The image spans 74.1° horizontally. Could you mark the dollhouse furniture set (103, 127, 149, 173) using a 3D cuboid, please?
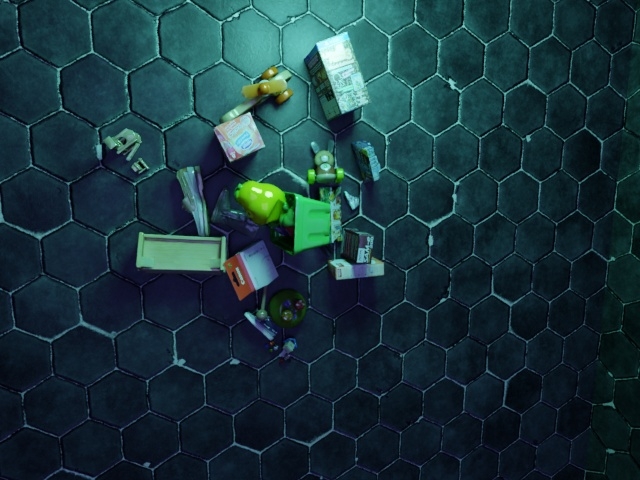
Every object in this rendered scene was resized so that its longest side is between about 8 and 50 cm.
[{"bbox_3d":[-0.741,-0.354,1.680,0.101,0.182,0.161,-39,105,-5],"label":"dollhouse furniture set"}]

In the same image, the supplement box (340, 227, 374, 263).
[{"bbox_3d":[0.164,0.021,1.928,0.073,0.239,0.130,3,98,-14],"label":"supplement box"}]

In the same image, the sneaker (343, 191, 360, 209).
[{"bbox_3d":[0.155,-0.201,1.999,0.069,0.038,0.098,-32,114,-9],"label":"sneaker"}]

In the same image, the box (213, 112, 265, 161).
[{"bbox_3d":[-0.333,-0.404,1.710,0.154,0.300,0.142,-26,103,-9],"label":"box"}]

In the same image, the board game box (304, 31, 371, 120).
[{"bbox_3d":[0.068,-0.682,1.799,0.141,0.232,0.290,-24,104,-10],"label":"board game box"}]

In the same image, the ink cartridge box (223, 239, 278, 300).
[{"bbox_3d":[-0.298,0.127,1.857,0.066,0.232,0.189,-14,106,30],"label":"ink cartridge box"}]

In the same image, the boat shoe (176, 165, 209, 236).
[{"bbox_3d":[-0.538,-0.162,1.804,0.104,0.113,0.302,-9,91,-10],"label":"boat shoe"}]

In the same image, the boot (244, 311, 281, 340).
[{"bbox_3d":[-0.266,0.377,1.978,0.086,0.069,0.190,-46,113,-12],"label":"boot"}]

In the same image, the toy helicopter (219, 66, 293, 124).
[{"bbox_3d":[-0.262,-0.579,1.734,0.355,0.235,0.140,-38,106,-5],"label":"toy helicopter"}]

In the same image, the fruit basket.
[{"bbox_3d":[-0.178,-0.102,1.760,0.393,0.392,0.282,1,99,-14],"label":"fruit basket"}]

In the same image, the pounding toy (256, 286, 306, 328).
[{"bbox_3d":[-0.159,0.310,1.938,0.237,0.110,0.182,18,79,-22],"label":"pounding toy"}]

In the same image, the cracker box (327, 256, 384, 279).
[{"bbox_3d":[0.163,0.127,1.988,0.233,0.156,0.067,-5,100,-13],"label":"cracker box"}]

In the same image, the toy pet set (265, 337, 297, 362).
[{"bbox_3d":[-0.178,0.506,2.028,0.114,0.065,0.122,-32,104,29],"label":"toy pet set"}]

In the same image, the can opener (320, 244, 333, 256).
[{"bbox_3d":[0.000,0.000,1.982,0.059,0.073,0.186,-35,114,-14],"label":"can opener"}]

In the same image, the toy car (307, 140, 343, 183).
[{"bbox_3d":[0.017,-0.354,1.895,0.155,0.149,0.188,-3,88,-3],"label":"toy car"}]

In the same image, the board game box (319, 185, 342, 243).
[{"bbox_3d":[0.050,-0.118,1.951,0.136,0.030,0.259,-13,105,-48],"label":"board game box"}]

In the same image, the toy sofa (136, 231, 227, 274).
[{"bbox_3d":[-0.587,0.061,1.814,0.363,0.177,0.150,3,78,-13],"label":"toy sofa"}]

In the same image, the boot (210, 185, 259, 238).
[{"bbox_3d":[-0.360,-0.122,1.866,0.209,0.076,0.189,20,108,-9],"label":"boot"}]

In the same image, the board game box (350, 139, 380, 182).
[{"bbox_3d":[0.220,-0.346,1.933,0.060,0.194,0.194,-23,118,-8],"label":"board game box"}]
